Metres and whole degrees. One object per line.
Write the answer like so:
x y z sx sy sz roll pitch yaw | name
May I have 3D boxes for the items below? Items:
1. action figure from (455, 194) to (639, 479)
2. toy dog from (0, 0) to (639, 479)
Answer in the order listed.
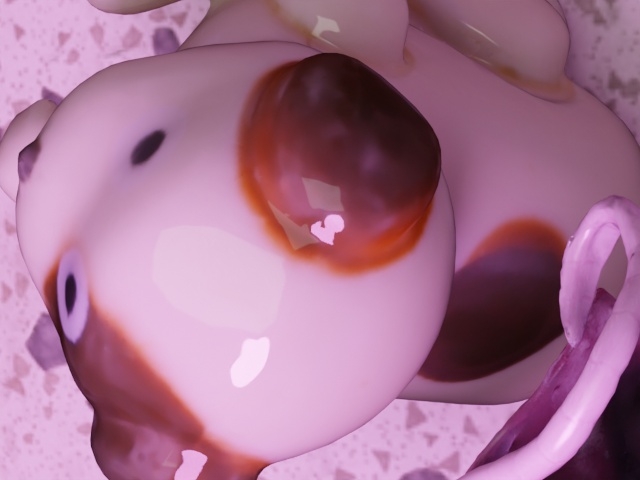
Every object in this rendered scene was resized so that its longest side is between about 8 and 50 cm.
0.043 0.197 0.875 0.370 0.248 0.276 -24 115 23 | action figure
0.000 0.000 1.035 0.395 0.408 0.284 47 113 12 | toy dog
